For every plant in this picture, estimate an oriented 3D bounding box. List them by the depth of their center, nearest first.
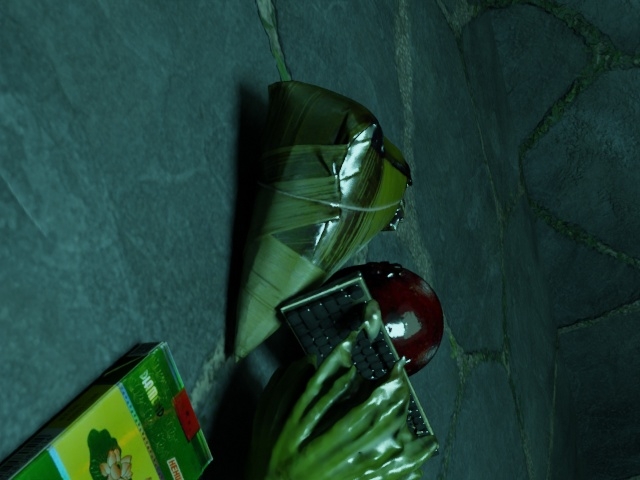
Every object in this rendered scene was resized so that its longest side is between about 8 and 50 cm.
[{"bbox_3d":[-0.061,0.212,0.655,0.334,0.180,0.251,-14,138,-41],"label":"plant"}]

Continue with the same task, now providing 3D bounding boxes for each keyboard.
[{"bbox_3d":[0.059,0.167,0.832,0.027,0.106,0.317,-108,173,-54],"label":"keyboard"}]

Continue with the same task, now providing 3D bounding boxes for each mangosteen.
[{"bbox_3d":[0.066,0.124,0.922,0.200,0.200,0.199,26,60,-58],"label":"mangosteen"}]

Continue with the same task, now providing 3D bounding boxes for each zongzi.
[{"bbox_3d":[0.000,0.000,0.887,0.289,0.154,0.317,28,82,-64],"label":"zongzi"}]

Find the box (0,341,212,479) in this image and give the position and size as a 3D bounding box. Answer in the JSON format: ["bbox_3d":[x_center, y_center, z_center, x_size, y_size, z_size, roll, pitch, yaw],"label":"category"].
[{"bbox_3d":[-0.175,0.194,0.563,0.235,0.034,0.132,-46,123,-56],"label":"box"}]
